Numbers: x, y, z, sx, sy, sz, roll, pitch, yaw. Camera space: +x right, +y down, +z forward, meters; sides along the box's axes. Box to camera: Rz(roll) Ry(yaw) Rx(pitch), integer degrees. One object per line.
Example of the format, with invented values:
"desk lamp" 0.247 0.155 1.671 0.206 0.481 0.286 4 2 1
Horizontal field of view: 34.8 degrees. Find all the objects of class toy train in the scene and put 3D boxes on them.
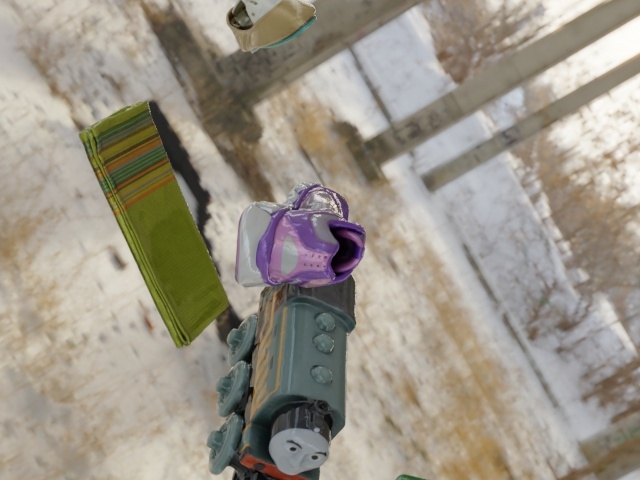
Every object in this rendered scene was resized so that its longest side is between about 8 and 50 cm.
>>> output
"toy train" -0.039 0.169 1.262 0.142 0.190 0.334 26 36 -15

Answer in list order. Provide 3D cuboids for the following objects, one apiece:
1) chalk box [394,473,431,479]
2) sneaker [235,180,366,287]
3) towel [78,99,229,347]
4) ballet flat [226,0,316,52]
"chalk box" 0.147 0.434 1.316 0.180 0.289 0.179 -47 124 -36
"sneaker" 0.000 0.000 1.016 0.236 0.104 0.095 -33 128 -71
"towel" -0.158 -0.018 1.020 0.102 0.021 0.237 -44 117 -53
"ballet flat" -0.076 -0.287 1.320 0.073 0.080 0.232 51 -14 -16
